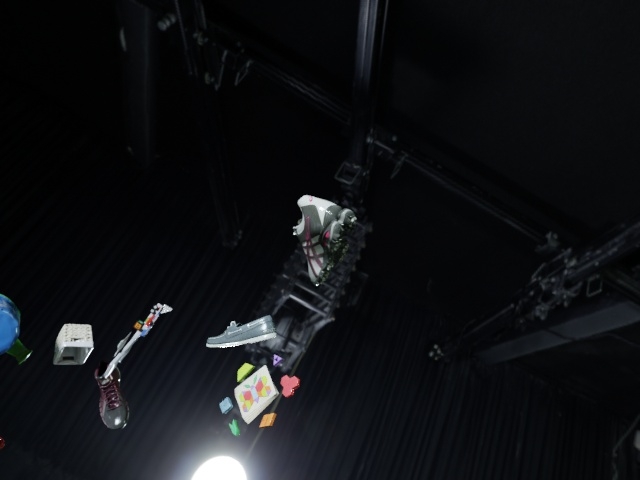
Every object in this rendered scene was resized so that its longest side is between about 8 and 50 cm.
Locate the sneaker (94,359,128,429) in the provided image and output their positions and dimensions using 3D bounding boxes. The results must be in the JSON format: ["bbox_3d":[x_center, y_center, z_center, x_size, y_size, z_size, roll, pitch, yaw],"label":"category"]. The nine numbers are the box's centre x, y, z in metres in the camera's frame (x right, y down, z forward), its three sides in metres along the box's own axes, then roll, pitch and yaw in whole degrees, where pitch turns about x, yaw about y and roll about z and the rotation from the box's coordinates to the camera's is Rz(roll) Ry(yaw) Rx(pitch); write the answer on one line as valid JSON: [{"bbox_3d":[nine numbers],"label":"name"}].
[{"bbox_3d":[-0.862,0.615,1.883,0.281,0.106,0.162,61,-21,29],"label":"sneaker"}]

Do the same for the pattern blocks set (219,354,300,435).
[{"bbox_3d":[-0.246,0.585,1.783,0.285,0.325,0.026,37,-3,45],"label":"pattern blocks set"}]

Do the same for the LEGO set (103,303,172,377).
[{"bbox_3d":[-0.544,0.293,1.395,0.060,0.182,0.244,35,-57,-5],"label":"LEGO set"}]

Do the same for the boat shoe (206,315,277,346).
[{"bbox_3d":[-0.327,0.376,1.908,0.319,0.099,0.116,-13,-12,20],"label":"boat shoe"}]

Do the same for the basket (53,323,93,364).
[{"bbox_3d":[-0.985,0.414,1.858,0.113,0.103,0.167,12,-43,-38],"label":"basket"}]

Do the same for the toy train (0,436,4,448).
[{"bbox_3d":[-1.085,0.691,1.405,0.143,0.248,0.105,25,3,0],"label":"toy train"}]

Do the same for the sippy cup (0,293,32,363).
[{"bbox_3d":[-1.134,0.296,1.576,0.305,0.240,0.224,13,-8,-42],"label":"sippy cup"}]

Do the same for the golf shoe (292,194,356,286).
[{"bbox_3d":[0.000,0.000,1.052,0.120,0.105,0.273,33,-34,14],"label":"golf shoe"}]
